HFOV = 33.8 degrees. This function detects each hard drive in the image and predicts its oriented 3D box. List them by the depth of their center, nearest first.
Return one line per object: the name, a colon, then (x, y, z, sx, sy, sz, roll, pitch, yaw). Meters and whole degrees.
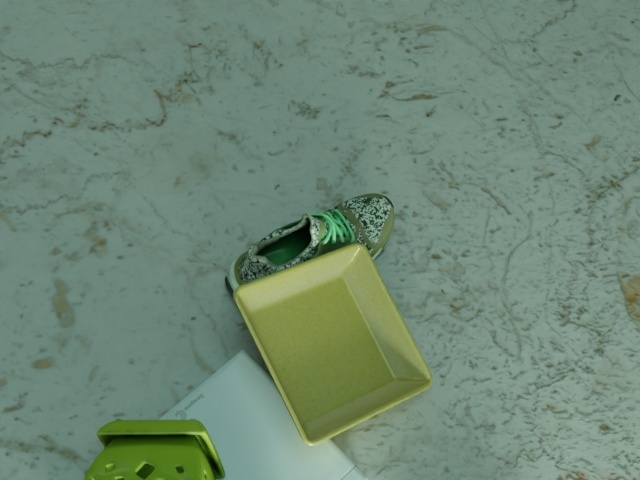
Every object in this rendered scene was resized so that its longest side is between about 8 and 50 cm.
hard drive: (-0.113, 0.406, 2.014, 0.353, 0.047, 0.233, 44, 63, 13)

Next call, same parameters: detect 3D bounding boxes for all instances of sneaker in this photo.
sneaker: (0.000, 0.000, 2.177, 0.410, 0.182, 0.158, -30, 72, -25)

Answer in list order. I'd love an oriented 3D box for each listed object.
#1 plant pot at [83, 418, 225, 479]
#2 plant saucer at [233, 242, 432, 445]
plant pot: (-0.285, 0.440, 1.843, 0.228, 0.227, 0.207, -2, 54, 7)
plant saucer: (0.016, 0.205, 2.082, 0.333, 0.081, 0.332, -20, 77, -34)
